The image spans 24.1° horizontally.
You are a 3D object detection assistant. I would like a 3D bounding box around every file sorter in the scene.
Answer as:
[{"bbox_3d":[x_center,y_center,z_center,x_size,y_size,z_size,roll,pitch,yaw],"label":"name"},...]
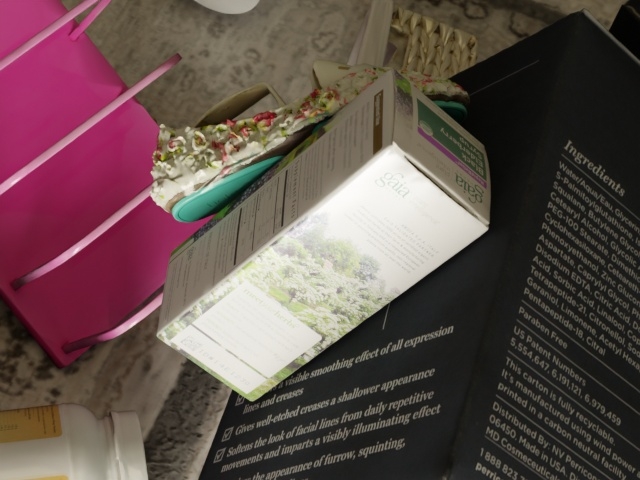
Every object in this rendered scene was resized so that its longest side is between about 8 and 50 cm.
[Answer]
[{"bbox_3d":[-0.198,-0.082,1.184,0.202,0.182,0.290,-42,99,-27],"label":"file sorter"}]

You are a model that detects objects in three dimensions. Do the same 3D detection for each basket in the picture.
[{"bbox_3d":[0.065,-0.113,1.318,0.103,0.167,0.113,16,58,-4],"label":"basket"}]

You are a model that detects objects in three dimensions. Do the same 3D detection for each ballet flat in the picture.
[{"bbox_3d":[-0.015,-0.087,1.080,0.241,0.091,0.077,-19,69,4],"label":"ballet flat"}]

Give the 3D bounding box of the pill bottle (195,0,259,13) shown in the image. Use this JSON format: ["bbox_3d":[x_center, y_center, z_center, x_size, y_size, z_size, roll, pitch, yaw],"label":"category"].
[{"bbox_3d":[-0.057,-0.331,1.457,0.121,0.121,0.221,24,58,6],"label":"pill bottle"}]

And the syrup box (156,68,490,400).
[{"bbox_3d":[0.000,0.000,1.032,0.093,0.237,0.096,37,31,-24],"label":"syrup box"}]

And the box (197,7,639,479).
[{"bbox_3d":[0.111,0.081,1.097,0.212,0.293,0.395,36,55,-25],"label":"box"}]

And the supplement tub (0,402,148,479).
[{"bbox_3d":[-0.228,0.196,1.095,0.200,0.144,0.144,-5,60,-11],"label":"supplement tub"}]

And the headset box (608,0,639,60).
[{"bbox_3d":[0.358,-0.057,1.281,0.131,0.246,0.283,-31,69,-25],"label":"headset box"}]

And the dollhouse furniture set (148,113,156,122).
[{"bbox_3d":[-0.259,-0.090,1.290,0.161,0.101,0.182,32,60,11],"label":"dollhouse furniture set"}]
